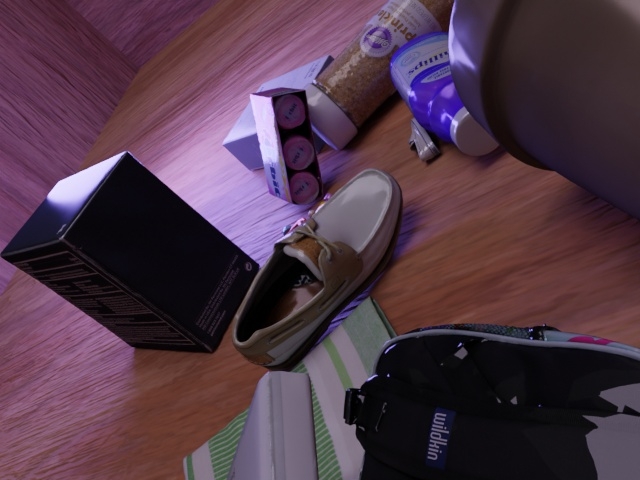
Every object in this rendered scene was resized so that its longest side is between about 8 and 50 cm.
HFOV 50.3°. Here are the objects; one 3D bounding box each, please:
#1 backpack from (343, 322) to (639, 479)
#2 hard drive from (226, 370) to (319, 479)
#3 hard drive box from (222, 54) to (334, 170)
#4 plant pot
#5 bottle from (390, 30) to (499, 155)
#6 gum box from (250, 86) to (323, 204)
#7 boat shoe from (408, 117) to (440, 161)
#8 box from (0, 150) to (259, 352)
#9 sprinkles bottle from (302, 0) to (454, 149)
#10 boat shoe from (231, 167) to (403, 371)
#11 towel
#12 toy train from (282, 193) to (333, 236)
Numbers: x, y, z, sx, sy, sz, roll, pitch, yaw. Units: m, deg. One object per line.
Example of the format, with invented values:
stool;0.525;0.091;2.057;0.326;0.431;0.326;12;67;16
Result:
backpack;0.151;0.168;0.407;0.253;0.191;0.225;-12;66;56
hard drive;-0.040;0.309;0.498;0.353;0.047;0.233;-96;19;-45
hard drive box;-0.064;-0.248;1.349;0.232;0.089;0.181;-4;50;51
plant pot;0.302;-0.130;0.521;0.323;0.323;0.280;-39;45;16
bottle;0.179;-0.208;0.955;0.118;0.092;0.283;-24;33;8
gum box;-0.055;-0.155;1.136;0.062;0.188;0.107;-17;21;-20
boat shoe;0.144;-0.146;0.998;0.035;0.035;0.100;-36;37;15
box;-0.315;0.031;1.130;0.296;0.294;0.183;-8;47;49
sprinkles bottle;0.111;-0.320;1.168;0.355;0.121;0.121;-46;28;2
boat shoe;0.001;0.030;0.862;0.113;0.103;0.302;31;85;28
towel;-0.027;0.229;0.758;0.325;0.038;0.248;-43;28;8
toy train;0.000;0.000;1.004;0.125;0.046;0.166;-50;27;6
